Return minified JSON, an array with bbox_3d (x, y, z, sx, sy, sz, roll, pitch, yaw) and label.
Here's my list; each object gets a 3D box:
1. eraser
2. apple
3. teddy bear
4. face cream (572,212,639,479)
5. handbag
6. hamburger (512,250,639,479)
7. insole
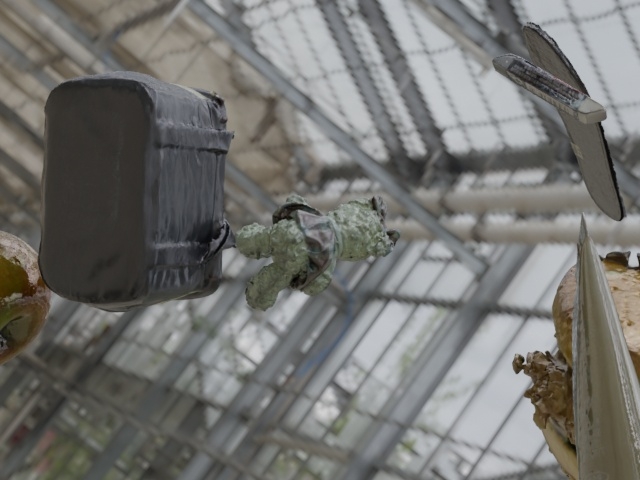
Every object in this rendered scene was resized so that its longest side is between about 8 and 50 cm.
[{"bbox_3d":[0.179,-0.119,1.145,0.099,0.019,0.027,35,-5,22],"label":"eraser"},{"bbox_3d":[-0.406,0.067,1.679,0.155,0.182,0.182,38,-12,25],"label":"apple"},{"bbox_3d":[-0.008,-0.002,1.825,0.111,0.213,0.133,63,8,-76],"label":"teddy bear"},{"bbox_3d":[0.257,0.156,1.290,0.084,0.341,0.137,-8,-26,4],"label":"face cream"},{"bbox_3d":[-0.199,-0.051,1.568,0.181,0.255,0.181,1,0,26],"label":"handbag"},{"bbox_3d":[0.394,0.202,1.711,0.445,0.287,0.268,29,-57,46],"label":"hamburger"},{"bbox_3d":[0.295,-0.131,1.685,0.110,0.012,0.309,44,-11,44],"label":"insole"}]
